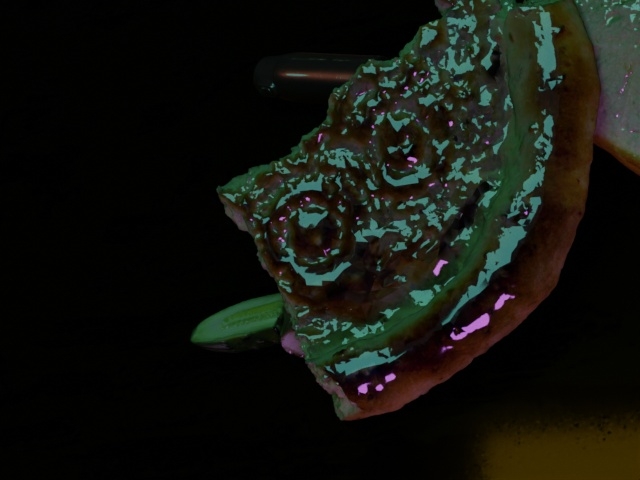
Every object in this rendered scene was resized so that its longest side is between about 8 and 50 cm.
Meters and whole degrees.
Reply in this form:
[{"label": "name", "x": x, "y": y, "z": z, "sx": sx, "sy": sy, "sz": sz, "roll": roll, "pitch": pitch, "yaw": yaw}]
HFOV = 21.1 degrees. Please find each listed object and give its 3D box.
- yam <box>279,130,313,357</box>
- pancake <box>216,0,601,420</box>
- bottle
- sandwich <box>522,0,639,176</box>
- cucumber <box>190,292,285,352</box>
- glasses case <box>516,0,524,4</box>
[{"label": "yam", "x": 0.000, "y": 0.000, "z": 1.716, "sx": 0.061, "sy": 0.061, "sz": 0.253, "roll": -13, "pitch": 50, "yaw": 24}, {"label": "pancake", "x": 0.099, "y": -0.053, "z": 1.580, "sx": 0.427, "sy": 0.067, "sz": 0.305, "roll": -46, "pitch": 75, "yaw": 8}, {"label": "bottle", "x": 0.001, "y": -0.173, "z": 1.857, "sx": 0.164, "sy": 0.060, "sz": 0.060, "roll": 7, "pitch": 60, "yaw": 37}, {"label": "sandwich", "x": 0.291, "y": -0.183, "z": 1.587, "sx": 0.251, "sy": 0.087, "sz": 0.226, "roll": 29, "pitch": 111, "yaw": 39}, {"label": "cucumber", "x": -0.075, "y": 0.090, "z": 1.710, "sx": 0.107, "sy": 0.035, "sz": 0.067, "roll": -14, "pitch": 32, "yaw": 25}, {"label": "glasses case", "x": 0.291, "y": -0.256, "z": 1.718, "sx": 0.321, "sy": 0.082, "sz": 0.122, "roll": 23, "pitch": 76, "yaw": 41}]
